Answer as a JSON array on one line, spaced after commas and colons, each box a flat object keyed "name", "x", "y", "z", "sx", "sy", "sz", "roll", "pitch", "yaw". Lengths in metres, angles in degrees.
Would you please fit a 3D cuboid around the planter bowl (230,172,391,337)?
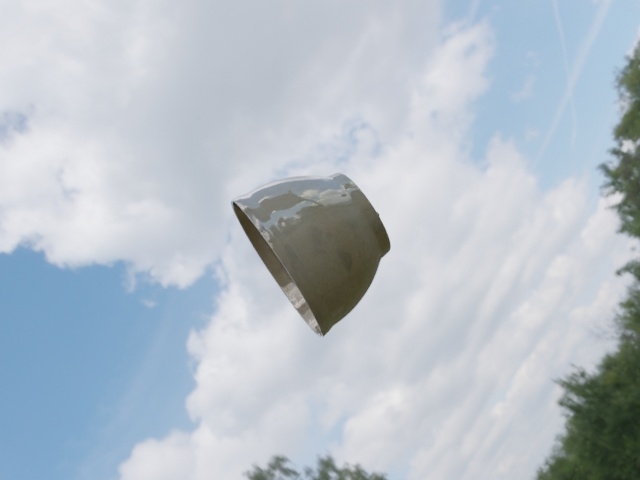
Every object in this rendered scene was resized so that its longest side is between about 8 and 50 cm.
[{"name": "planter bowl", "x": 0.000, "y": 0.000, "z": 0.706, "sx": 0.109, "sy": 0.162, "sz": 0.162, "roll": -33, "pitch": -30, "yaw": -10}]
